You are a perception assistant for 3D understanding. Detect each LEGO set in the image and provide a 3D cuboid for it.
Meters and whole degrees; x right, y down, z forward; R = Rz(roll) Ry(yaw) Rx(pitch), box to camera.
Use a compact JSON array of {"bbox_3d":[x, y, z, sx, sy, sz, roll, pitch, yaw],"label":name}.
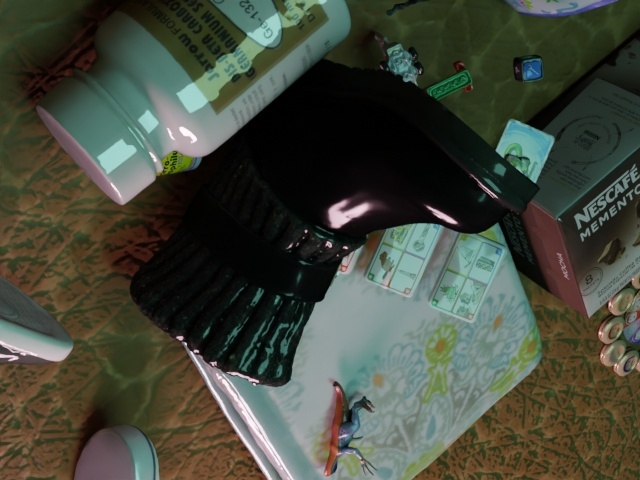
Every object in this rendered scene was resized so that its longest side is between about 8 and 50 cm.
[{"bbox_3d":[0.103,-0.071,1.449,0.182,0.060,0.244,21,97,-19],"label":"LEGO set"}]

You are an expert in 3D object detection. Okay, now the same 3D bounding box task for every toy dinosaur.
[{"bbox_3d":[0.018,0.182,1.526,0.090,0.047,0.082,39,97,-16],"label":"toy dinosaur"}]

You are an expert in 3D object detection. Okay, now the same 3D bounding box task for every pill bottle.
[{"bbox_3d":[-0.100,-0.139,1.246,0.229,0.131,0.131,-42,137,-10],"label":"pill bottle"},{"bbox_3d":[-0.141,-0.073,1.322,0.083,0.043,0.043,-13,126,-34],"label":"pill bottle"}]

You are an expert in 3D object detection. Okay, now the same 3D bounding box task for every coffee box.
[{"bbox_3d":[0.322,-0.087,1.657,0.297,0.119,0.168,-39,138,-13],"label":"coffee box"}]

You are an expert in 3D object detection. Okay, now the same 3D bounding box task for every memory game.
[{"bbox_3d":[0.399,0.081,1.920,0.186,0.012,0.186,-22,131,-28],"label":"memory game"}]

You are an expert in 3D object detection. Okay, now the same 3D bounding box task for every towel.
[{"bbox_3d":[0.052,0.097,1.581,0.320,0.090,0.374,-42,137,-15],"label":"towel"}]

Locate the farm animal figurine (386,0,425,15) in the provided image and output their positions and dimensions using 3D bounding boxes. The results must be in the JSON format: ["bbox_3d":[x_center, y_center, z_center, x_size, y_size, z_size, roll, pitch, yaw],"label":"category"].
[{"bbox_3d":[0.038,-0.319,1.128,0.330,0.172,0.327,-35,109,-29],"label":"farm animal figurine"}]

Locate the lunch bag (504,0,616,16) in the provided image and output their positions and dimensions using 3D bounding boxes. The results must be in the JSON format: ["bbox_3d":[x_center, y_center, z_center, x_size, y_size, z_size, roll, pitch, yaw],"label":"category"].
[{"bbox_3d":[0.204,-0.264,1.430,0.151,0.096,0.129,-22,141,31],"label":"lunch bag"}]

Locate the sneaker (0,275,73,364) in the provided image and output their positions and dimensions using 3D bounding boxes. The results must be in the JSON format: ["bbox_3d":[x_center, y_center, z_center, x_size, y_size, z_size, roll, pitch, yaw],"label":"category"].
[{"bbox_3d":[-0.336,0.080,1.224,0.295,0.104,0.147,19,106,-40],"label":"sneaker"}]

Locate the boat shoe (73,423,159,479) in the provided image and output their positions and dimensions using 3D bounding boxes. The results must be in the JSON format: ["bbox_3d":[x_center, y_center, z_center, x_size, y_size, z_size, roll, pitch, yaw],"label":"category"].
[{"bbox_3d":[-0.176,0.263,1.503,0.084,0.095,0.258,-18,139,-36],"label":"boat shoe"}]

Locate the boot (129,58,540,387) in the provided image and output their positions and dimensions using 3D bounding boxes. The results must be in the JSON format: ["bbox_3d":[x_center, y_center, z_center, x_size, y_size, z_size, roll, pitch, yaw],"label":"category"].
[{"bbox_3d":[0.003,0.002,1.274,0.131,0.348,0.260,34,86,-30],"label":"boot"}]
